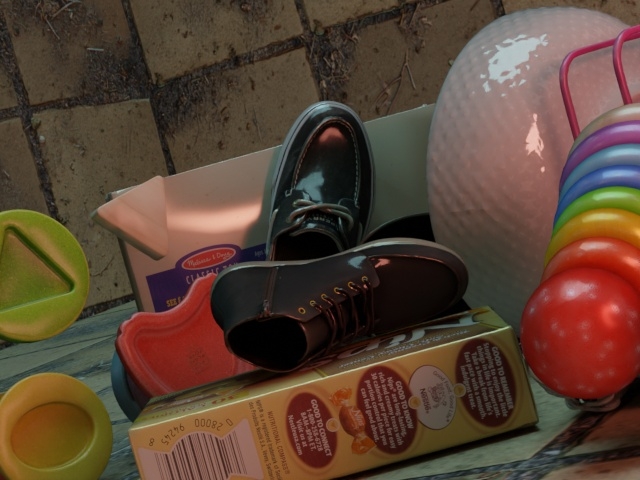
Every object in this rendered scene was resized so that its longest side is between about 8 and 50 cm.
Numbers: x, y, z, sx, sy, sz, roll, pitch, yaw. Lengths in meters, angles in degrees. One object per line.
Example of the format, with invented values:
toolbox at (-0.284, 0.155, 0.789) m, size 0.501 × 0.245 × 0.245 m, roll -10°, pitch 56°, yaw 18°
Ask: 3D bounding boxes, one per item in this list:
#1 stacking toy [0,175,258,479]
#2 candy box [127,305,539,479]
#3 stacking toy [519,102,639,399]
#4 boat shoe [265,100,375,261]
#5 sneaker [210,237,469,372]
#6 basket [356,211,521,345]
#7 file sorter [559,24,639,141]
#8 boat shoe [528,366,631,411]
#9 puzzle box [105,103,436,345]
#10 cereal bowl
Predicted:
stacking toy at (-0.237, 0.101, 1.687) m, size 0.309 × 0.280 × 0.130 m, roll -19°, pitch -6°, yaw -33°
candy box at (0.010, 0.140, 1.389) m, size 0.316 × 0.088 × 0.183 m, roll -15°, pitch 3°, yaw 1°
stacking toy at (0.215, 0.015, 1.237) m, size 0.141 × 0.141 × 0.330 m, roll -14°, pitch 18°, yaw 28°
boat shoe at (0.000, 0.000, 1.857) m, size 0.121 × 0.335 × 0.119 m, roll 9°, pitch -12°, yaw -6°
sneaker at (0.022, 0.062, 1.386) m, size 0.222 × 0.083 × 0.118 m, roll -8°, pitch 21°, yaw -5°
basket at (0.110, 0.057, 1.794) m, size 0.204 × 0.154 × 0.227 m, roll 11°, pitch -5°, yaw -7°
file sorter at (0.380, -0.122, 1.442) m, size 0.202 × 0.182 × 0.290 m, roll -20°, pitch 5°, yaw -40°
boat shoe at (0.223, 0.093, 1.313) m, size 0.079 × 0.081 × 0.227 m, roll 7°, pitch 16°, yaw 25°
puzzle box at (-0.021, 0.019, 1.954) m, size 0.408 × 0.272 × 0.052 m, roll -16°, pitch 4°, yaw -15°
cereal bowl at (0.266, -0.066, 1.627) m, size 0.339 × 0.339 × 0.141 m, roll -18°, pitch 12°, yaw -42°
